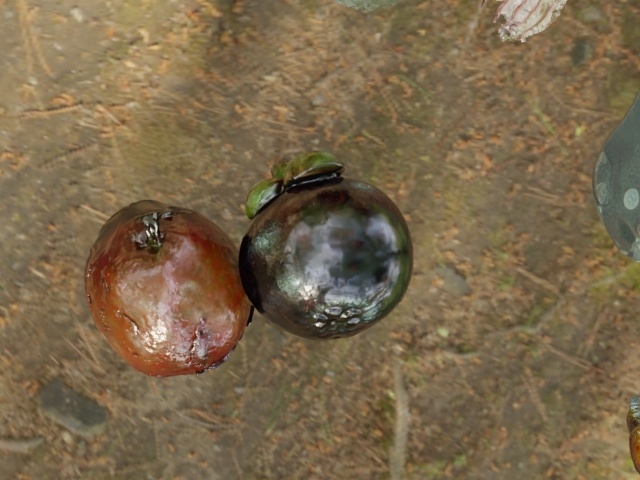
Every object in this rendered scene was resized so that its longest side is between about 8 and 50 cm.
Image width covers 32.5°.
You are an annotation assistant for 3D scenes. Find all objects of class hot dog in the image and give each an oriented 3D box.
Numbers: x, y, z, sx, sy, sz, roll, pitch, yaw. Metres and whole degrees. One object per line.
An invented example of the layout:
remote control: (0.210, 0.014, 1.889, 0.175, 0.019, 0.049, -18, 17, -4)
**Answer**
hot dog: (0.524, 0.351, 1.668, 0.081, 0.163, 0.270, -24, 120, 9)

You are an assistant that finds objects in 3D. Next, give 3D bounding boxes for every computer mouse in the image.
computer mouse: (0.428, -0.144, 1.238, 0.090, 0.167, 0.379, 2, 123, -28)

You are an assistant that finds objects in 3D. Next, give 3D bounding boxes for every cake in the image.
cake: (0.338, -0.408, 1.674, 0.098, 0.135, 0.287, 46, 72, -18)

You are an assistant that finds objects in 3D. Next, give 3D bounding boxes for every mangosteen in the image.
mangosteen: (0.008, 0.012, 1.803, 0.300, 0.300, 0.300, -7, 105, -28)

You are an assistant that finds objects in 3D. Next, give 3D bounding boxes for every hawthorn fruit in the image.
hawthorn fruit: (-0.264, 0.079, 1.886, 0.316, 0.316, 0.316, -7, 105, -28)

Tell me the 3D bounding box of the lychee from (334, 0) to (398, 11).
lychee: (0.082, -0.500, 1.765, 0.274, 0.255, 0.255, -34, 121, -56)
